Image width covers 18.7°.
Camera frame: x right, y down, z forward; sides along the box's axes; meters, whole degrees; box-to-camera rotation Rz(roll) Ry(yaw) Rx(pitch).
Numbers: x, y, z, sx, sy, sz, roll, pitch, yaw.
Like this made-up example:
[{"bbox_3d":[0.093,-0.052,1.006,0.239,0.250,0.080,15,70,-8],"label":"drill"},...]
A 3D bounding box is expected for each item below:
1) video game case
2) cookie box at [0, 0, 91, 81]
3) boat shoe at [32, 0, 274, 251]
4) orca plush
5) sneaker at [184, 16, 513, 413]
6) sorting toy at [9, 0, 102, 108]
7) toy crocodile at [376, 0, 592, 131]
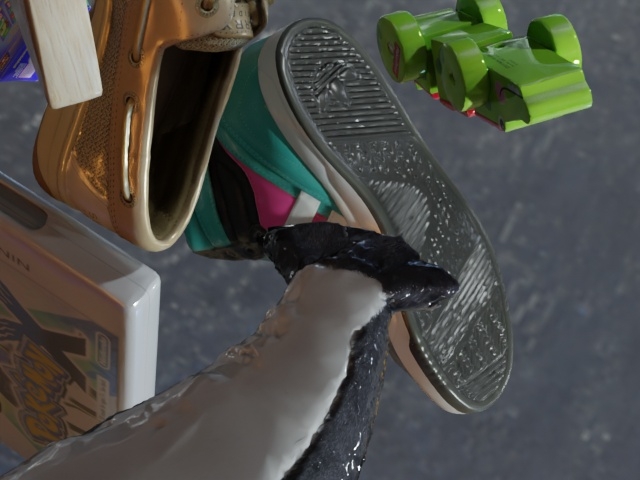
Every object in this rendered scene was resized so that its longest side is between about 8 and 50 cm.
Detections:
[{"bbox_3d":[-0.239,0.037,1.305,0.036,0.300,0.329,-51,166,-28],"label":"video game case"},{"bbox_3d":[-0.228,-0.189,1.473,0.040,0.107,0.092,-4,148,-43],"label":"cookie box"},{"bbox_3d":[-0.070,-0.140,1.097,0.109,0.098,0.302,-5,122,-54],"label":"boat shoe"},{"bbox_3d":[-0.070,0.107,0.656,0.102,0.151,0.287,104,12,-53],"label":"orca plush"},{"bbox_3d":[0.000,0.000,1.354,0.124,0.178,0.295,-39,105,-39],"label":"sneaker"},{"bbox_3d":[-0.120,-0.236,0.844,0.089,0.255,0.257,-15,129,-10],"label":"sorting toy"},{"bbox_3d":[0.146,-0.157,1.785,0.115,0.340,0.105,-18,113,-17],"label":"toy crocodile"}]
